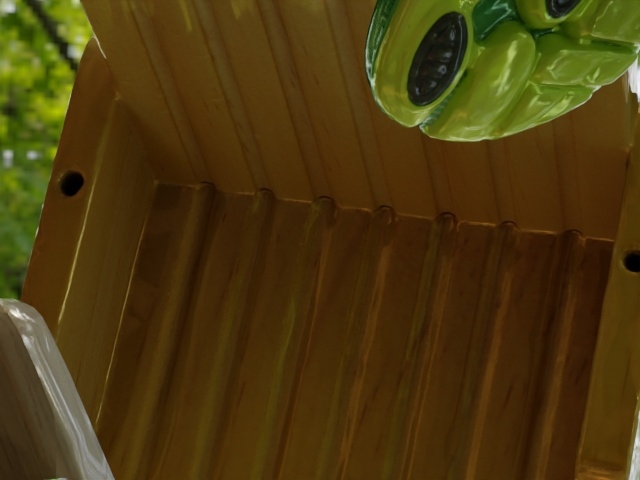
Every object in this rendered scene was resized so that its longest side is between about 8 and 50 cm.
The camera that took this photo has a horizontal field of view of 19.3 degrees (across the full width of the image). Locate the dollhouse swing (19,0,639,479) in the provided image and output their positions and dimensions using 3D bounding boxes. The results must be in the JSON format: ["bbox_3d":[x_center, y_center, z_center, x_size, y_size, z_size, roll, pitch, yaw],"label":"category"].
[{"bbox_3d":[0.000,0.000,0.970,0.346,0.305,0.315,9,-105,15],"label":"dollhouse swing"}]

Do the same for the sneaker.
[{"bbox_3d":[0.087,-0.166,0.725,0.123,0.109,0.296,1,-116,52],"label":"sneaker"}]

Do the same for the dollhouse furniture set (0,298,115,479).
[{"bbox_3d":[-0.317,0.128,0.570,0.394,0.362,0.256,-49,-124,36],"label":"dollhouse furniture set"}]
